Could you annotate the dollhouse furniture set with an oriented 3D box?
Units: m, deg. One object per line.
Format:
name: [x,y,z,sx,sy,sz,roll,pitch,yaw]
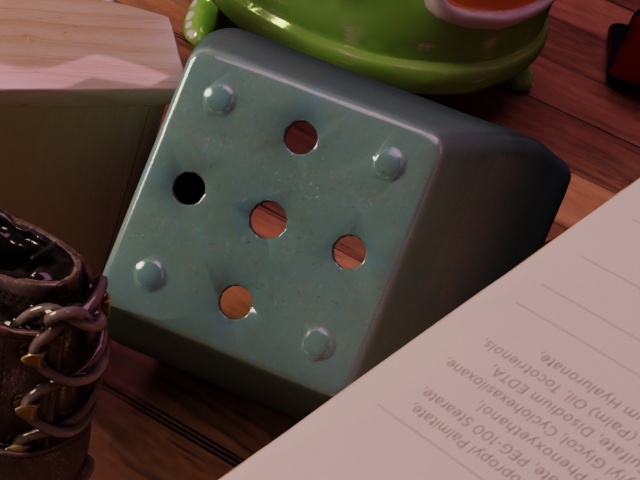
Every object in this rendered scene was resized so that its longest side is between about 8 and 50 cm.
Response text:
dollhouse furniture set: [-0.226,-0.123,0.805,0.286,0.198,0.303,-3,55,-21]

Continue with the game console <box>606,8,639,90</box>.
game console: [0.284,-0.140,1.158,0.144,0.124,0.085,14,62,1]

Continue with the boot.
boot: [-0.102,0.104,0.574,0.263,0.229,0.091,28,38,20]

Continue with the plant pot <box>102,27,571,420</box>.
plant pot: [0.000,0.000,0.711,0.165,0.165,0.234,22,-1,12]

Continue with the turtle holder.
turtle holder: [0.033,-0.244,1.090,0.243,0.227,0.320,-4,39,-21]

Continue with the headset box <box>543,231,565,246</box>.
headset box: [0.271,0.033,0.755,0.293,0.110,0.218,-28,35,16]

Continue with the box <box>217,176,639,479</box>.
box: [0.064,0.162,0.462,0.345,0.215,0.168,-33,42,-23]
